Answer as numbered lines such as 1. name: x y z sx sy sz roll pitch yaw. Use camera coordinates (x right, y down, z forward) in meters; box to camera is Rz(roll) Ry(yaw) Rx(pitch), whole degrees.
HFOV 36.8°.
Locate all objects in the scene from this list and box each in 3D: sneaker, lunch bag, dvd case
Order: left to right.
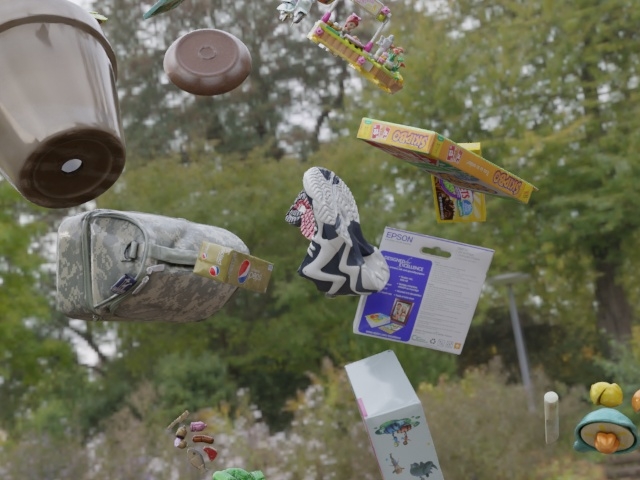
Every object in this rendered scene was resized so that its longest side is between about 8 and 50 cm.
1. lunch bag: -0.310 0.046 1.800 0.256 0.212 0.305 -10 -12 38
2. dvd case: -0.349 -0.553 2.232 0.087 0.013 0.119 -28 9 39
3. sneaker: 0.000 0.000 1.627 0.153 0.235 0.094 -22 20 36
4. sneaker: 0.020 -0.048 2.184 0.112 0.121 0.299 31 2 -19

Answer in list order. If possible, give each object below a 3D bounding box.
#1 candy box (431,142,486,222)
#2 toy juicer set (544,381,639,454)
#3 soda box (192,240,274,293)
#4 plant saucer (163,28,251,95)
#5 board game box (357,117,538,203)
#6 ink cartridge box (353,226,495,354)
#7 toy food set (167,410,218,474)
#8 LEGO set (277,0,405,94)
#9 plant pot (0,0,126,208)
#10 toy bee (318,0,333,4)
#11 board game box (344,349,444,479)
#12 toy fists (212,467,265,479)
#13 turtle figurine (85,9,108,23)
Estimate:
1. candy box: 0.284 -0.117 1.985 0.105 0.027 0.206 -3 -44 12
2. toy juicer set: 0.591 0.387 2.028 0.329 0.089 0.209 -11 -48 34
3. soda box: -0.144 0.047 1.624 0.061 0.058 0.181 15 -4 21
4. plant saucer: -0.254 -0.411 2.160 0.198 0.198 0.036 -6 -33 -7
5. board game box: 0.176 -0.101 1.280 0.259 0.039 0.124 16 2 -45
6. ink cartridge box: 0.181 0.086 1.702 0.206 0.208 0.045 13 18 -10
7. toy food set: -0.256 0.414 1.979 0.078 0.122 0.019 -41 1 -4
8. LEGO set: 0.074 -0.322 1.531 0.287 0.132 0.107 26 -79 -39
9. plant pot: -0.477 -0.215 1.683 0.323 0.280 0.323 -23 -32 -16
10. toy bee: 0.028 -0.555 1.890 0.195 0.298 0.162 -13 -36 38
11. board game box: 0.141 0.367 1.605 0.097 0.303 0.224 -19 16 -1
12. toy fists: -0.194 0.652 2.158 0.142 0.279 0.096 -1 1 -26
13. turtle figurine: -0.502 -0.365 1.986 0.087 0.217 0.269 6 16 -21
